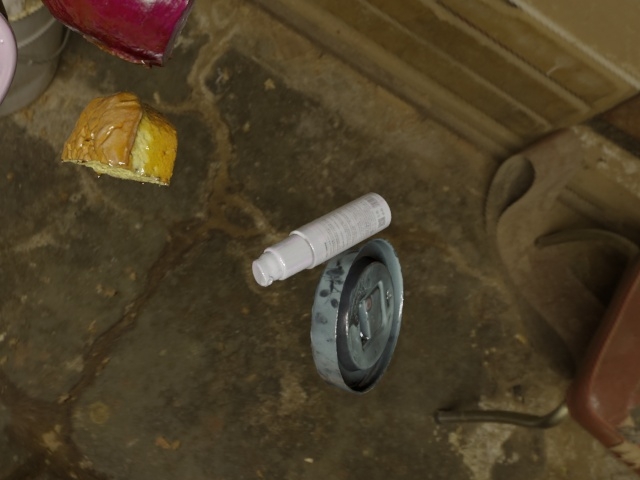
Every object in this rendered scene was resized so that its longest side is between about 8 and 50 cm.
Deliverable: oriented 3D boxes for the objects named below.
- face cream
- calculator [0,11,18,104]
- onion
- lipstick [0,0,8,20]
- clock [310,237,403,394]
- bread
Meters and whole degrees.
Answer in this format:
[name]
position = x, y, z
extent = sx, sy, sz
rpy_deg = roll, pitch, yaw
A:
[face cream]
position = 0.000, 0.000, 0.614
extent = 0.130, 0.034, 0.034
rpy_deg = -29, 90, -34
[calculator]
position = -0.298, -0.117, 0.584
extent = 0.103, 0.024, 0.166
rpy_deg = 34, 111, -32
[onion]
position = -0.229, -0.320, 0.874
extent = 0.207, 0.206, 0.216
rpy_deg = 20, 101, -8
[lipstick]
position = -0.637, -0.557, 1.308
extent = 0.077, 0.077, 0.418
rpy_deg = -23, 92, -25
[clock]
position = 0.054, 0.101, 1.063
extent = 0.215, 0.042, 0.215
rpy_deg = -19, 112, -59
[bread]
position = -0.318, -0.163, 1.255
extent = 0.143, 0.229, 0.139
rpy_deg = 28, 79, -39
